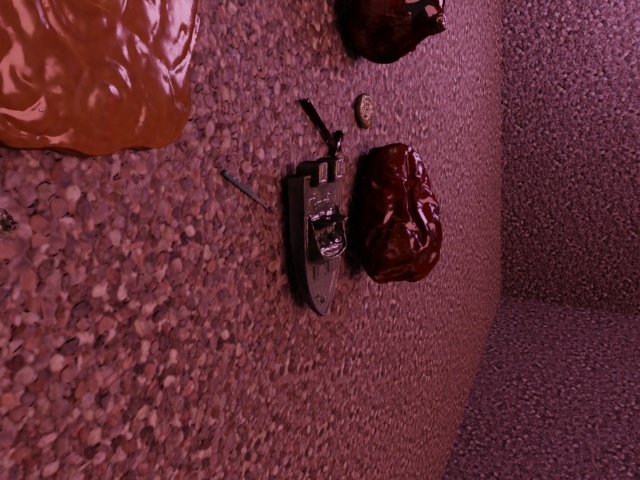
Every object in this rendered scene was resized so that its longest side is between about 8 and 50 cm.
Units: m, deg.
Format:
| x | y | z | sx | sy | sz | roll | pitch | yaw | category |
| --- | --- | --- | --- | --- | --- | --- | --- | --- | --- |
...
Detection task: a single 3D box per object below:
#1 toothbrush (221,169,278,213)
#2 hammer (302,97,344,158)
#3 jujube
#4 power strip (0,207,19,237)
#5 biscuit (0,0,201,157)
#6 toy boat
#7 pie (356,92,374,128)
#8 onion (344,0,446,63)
| x | y | z | sx | sy | sz | roll | pitch | yaw | category |
| --- | --- | --- | --- | --- | --- | --- | --- | --- | --- |
| -0.115 | -0.078 | 0.891 | 0.167 | 0.014 | 0.011 | 40 | 69 | -58 | toothbrush |
| 0.002 | -0.238 | 1.080 | 0.178 | 0.021 | 0.065 | 44 | 56 | -53 | hammer |
| 0.187 | -0.068 | 1.287 | 0.216 | 0.216 | 0.342 | 13 | 70 | -62 | jujube |
| -0.322 | -0.004 | 0.492 | 0.083 | 0.035 | 0.055 | -40 | 130 | -50 | power strip |
| -0.256 | -0.269 | 0.534 | 0.385 | 0.062 | 0.365 | -1 | 97 | -62 | biscuit |
| 0.000 | 0.000 | 1.044 | 0.141 | 0.092 | 0.319 | -26 | 119 | -56 | toy boat |
| 0.106 | -0.307 | 1.260 | 0.084 | 0.021 | 0.084 | -6 | 97 | -60 | pie |
| 0.190 | -0.493 | 1.142 | 0.272 | 0.195 | 0.272 | -43 | 165 | -15 | onion |
